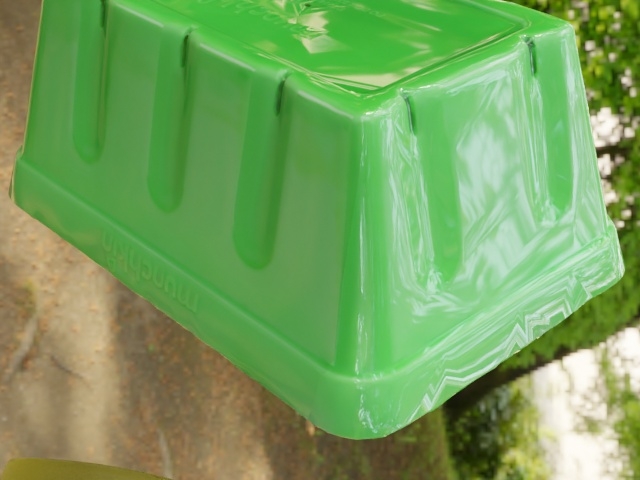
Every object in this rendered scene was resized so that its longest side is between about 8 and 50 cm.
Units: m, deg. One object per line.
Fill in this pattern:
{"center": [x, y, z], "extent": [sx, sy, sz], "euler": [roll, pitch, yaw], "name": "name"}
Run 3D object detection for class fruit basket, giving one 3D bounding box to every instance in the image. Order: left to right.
{"center": [0.000, 0.000, 0.762], "extent": [0.283, 0.392, 0.392], "euler": [-27, 115, -34], "name": "fruit basket"}

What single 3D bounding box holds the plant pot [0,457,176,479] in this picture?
{"center": [-0.139, 0.296, 0.860], "extent": [0.212, 0.187, 0.212], "euler": [57, 31, -35], "name": "plant pot"}
